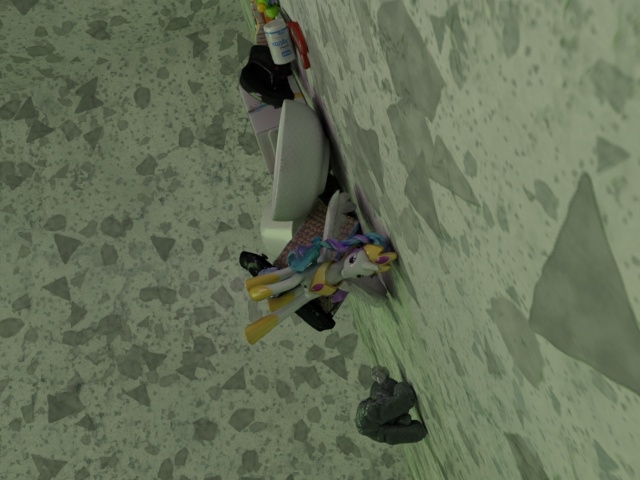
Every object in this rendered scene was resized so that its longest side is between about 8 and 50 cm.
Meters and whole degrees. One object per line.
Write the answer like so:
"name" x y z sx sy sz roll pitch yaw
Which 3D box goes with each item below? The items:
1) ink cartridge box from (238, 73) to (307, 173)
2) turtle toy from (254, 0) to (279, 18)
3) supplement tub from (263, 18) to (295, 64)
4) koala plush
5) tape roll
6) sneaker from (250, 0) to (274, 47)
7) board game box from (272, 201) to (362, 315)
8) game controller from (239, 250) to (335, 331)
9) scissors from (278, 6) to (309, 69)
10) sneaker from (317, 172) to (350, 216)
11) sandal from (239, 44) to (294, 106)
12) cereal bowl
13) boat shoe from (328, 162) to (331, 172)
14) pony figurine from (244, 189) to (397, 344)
"ink cartridge box" -0.141 -0.412 1.749 0.198 0.197 0.270 75 175 -55
"turtle toy" -0.160 -0.700 1.447 0.130 0.066 0.095 73 177 -51
"supplement tub" -0.116 -0.571 1.445 0.071 0.071 0.107 -112 3 -50
"koala plush" 0.208 0.510 1.598 0.221 0.203 0.196 -80 -27 -70
"tape roll" -0.059 -0.043 1.709 0.169 0.246 0.246 6 123 46
"sneaker" -0.195 -0.757 1.743 0.215 0.084 0.083 86 170 -47
"board game box" 0.008 0.074 1.491 0.141 0.232 0.291 26 159 22
"game controller" -0.093 0.139 1.395 0.319 0.067 0.166 45 172 -24
"scissors" -0.078 -0.563 1.308 0.109 0.021 0.297 70 -179 -59
"sneaker" 0.034 -0.111 1.570 0.118 0.083 0.222 73 176 -48
"sandal" -0.166 -0.553 1.591 0.446 0.167 0.107 -102 27 -50
"cereal bowl" -0.055 -0.217 1.422 0.339 0.141 0.339 -174 90 -83
"boat shoe" -0.034 -0.227 1.589 0.043 0.137 0.049 65 -159 -53
"pony figurine" 0.013 0.073 1.162 0.303 0.363 0.351 63 -166 -7
